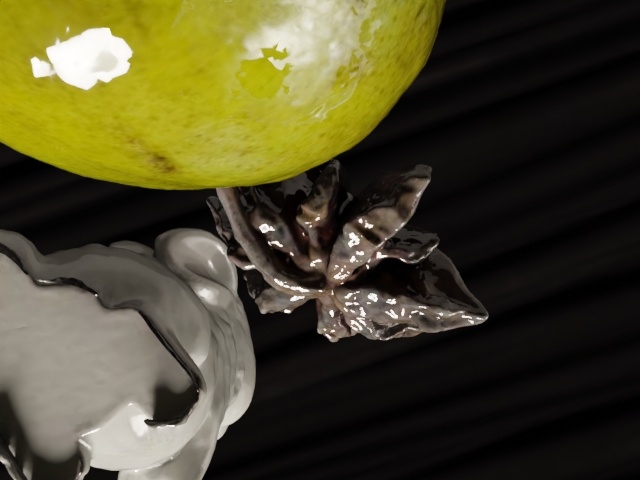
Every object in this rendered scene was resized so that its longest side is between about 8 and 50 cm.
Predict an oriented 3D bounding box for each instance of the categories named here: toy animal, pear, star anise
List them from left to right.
[{"bbox_3d":[-0.155,0.090,1.608,0.257,0.194,0.357,68,-165,0],"label":"toy animal"},{"bbox_3d":[-0.076,-0.141,0.841,0.307,0.253,0.253,36,-165,-39],"label":"pear"},{"bbox_3d":[-0.001,0.000,1.279,0.209,0.231,0.089,-49,15,52],"label":"star anise"}]
